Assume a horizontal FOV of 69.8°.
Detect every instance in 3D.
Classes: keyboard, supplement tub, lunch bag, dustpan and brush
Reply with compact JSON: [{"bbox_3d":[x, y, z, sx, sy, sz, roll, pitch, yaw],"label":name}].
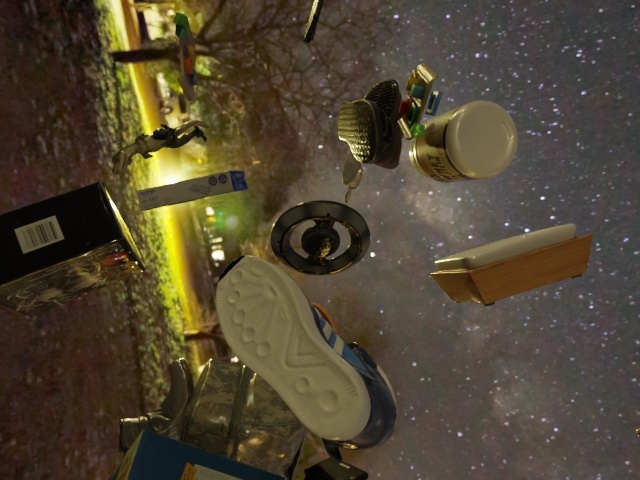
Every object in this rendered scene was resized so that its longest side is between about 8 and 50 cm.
[{"bbox_3d":[-0.011,-0.555,1.117,0.108,0.023,0.180,130,-25,-56],"label":"keyboard"},{"bbox_3d":[0.438,-0.301,1.459,0.316,0.229,0.228,-164,-116,-76],"label":"supplement tub"},{"bbox_3d":[-0.161,0.437,0.996,0.212,0.256,0.304,-87,-169,-68],"label":"lunch bag"},{"bbox_3d":[0.120,-0.238,1.817,0.211,0.061,0.147,-64,-151,31],"label":"dustpan and brush"}]

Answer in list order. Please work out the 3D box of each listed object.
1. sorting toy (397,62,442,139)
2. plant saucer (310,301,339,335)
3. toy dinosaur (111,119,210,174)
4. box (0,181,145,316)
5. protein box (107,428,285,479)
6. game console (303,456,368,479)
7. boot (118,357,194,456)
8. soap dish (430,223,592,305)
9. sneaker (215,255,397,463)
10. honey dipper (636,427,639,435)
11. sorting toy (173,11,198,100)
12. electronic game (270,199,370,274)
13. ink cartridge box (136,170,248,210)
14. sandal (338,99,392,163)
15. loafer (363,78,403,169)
[{"bbox_3d":[0.274,-0.418,1.363,0.347,0.047,0.195,-92,-162,-58],"label":"sorting toy"},{"bbox_3d":[-0.009,0.287,1.426,0.200,0.037,0.199,12,-74,46],"label":"plant saucer"},{"bbox_3d":[-0.314,-0.218,0.967,0.118,0.268,0.063,1,-62,44],"label":"toy dinosaur"},{"bbox_3d":[-0.694,0.034,1.242,0.178,0.344,0.312,63,-18,11],"label":"box"},{"bbox_3d":[-0.160,0.364,0.518,0.136,0.201,0.199,-55,-161,21],"label":"protein box"},{"bbox_3d":[0.021,0.480,0.875,0.122,0.107,0.071,-11,-91,54],"label":"game console"},{"bbox_3d":[-0.487,0.519,1.370,0.118,0.223,0.338,108,-31,-44],"label":"boot"},{"bbox_3d":[0.432,0.060,1.059,0.229,0.291,0.118,139,-64,-81],"label":"soap dish"},{"bbox_3d":[-0.012,0.178,0.708,0.323,0.130,0.236,45,-1,33],"label":"sneaker"},{"bbox_3d":[0.746,0.464,0.967,0.160,0.031,0.030,45,-31,33],"label":"honey dipper"},{"bbox_3d":[-0.126,-0.175,0.433,0.083,0.012,0.061,143,-52,-82],"label":"sorting toy"},{"bbox_3d":[0.000,0.000,1.053,0.048,0.230,0.229,-93,-177,-47],"label":"electronic game"},{"bbox_3d":[-0.269,-0.107,0.974,0.097,0.207,0.046,-45,124,-78],"label":"ink cartridge box"},{"bbox_3d":[0.144,-0.349,1.391,0.445,0.107,0.167,-109,-157,-64],"label":"sandal"},{"bbox_3d":[0.226,-0.404,1.622,0.130,0.134,0.365,40,52,-53],"label":"loafer"}]
